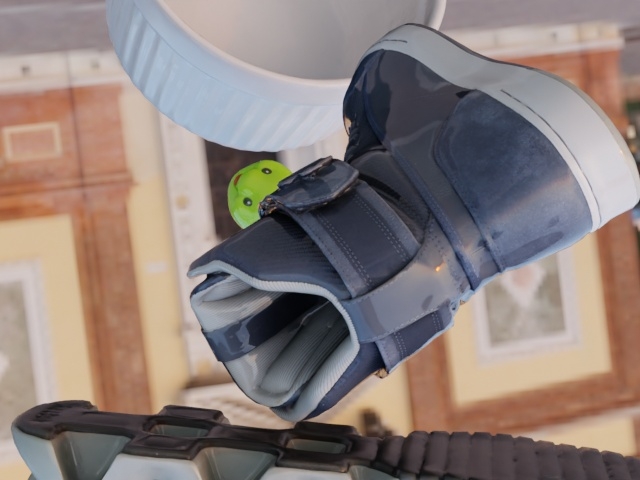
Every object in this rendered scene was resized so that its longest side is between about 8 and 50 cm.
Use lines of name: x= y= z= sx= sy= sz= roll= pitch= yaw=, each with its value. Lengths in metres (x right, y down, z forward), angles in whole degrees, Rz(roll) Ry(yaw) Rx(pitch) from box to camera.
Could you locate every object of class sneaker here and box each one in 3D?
sneaker: x=0.038 y=0.152 z=0.625 sx=0.331 sy=0.146 sz=0.122 roll=4 pitch=-177 yaw=11
sneaker: x=0.011 y=-0.012 z=0.658 sx=0.163 sy=0.086 sz=0.226 roll=-36 pitch=-163 yaw=-8

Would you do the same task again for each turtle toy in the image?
turtle toy: x=0.000 y=0.000 z=0.934 sx=0.130 sy=0.095 sz=0.066 roll=33 pitch=166 yaw=-11

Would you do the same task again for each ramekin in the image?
ramekin: x=-0.036 y=-0.153 z=0.976 sx=0.207 sy=0.207 sz=0.109 roll=-8 pitch=156 yaw=-25
